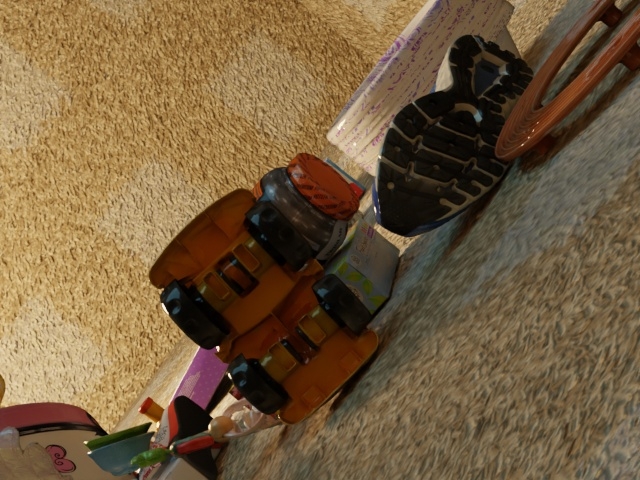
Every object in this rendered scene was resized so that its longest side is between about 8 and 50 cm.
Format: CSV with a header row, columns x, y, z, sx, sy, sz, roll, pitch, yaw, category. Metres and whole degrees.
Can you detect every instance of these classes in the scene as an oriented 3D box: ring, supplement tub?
x,y,z,sx,sy,sz,roll,pitch,yaw,category
0.286,-0.203,1.601,0.336,0.032,0.336,-51,6,7,ring
-0.050,0.000,1.846,0.190,0.117,0.117,-47,6,20,supplement tub

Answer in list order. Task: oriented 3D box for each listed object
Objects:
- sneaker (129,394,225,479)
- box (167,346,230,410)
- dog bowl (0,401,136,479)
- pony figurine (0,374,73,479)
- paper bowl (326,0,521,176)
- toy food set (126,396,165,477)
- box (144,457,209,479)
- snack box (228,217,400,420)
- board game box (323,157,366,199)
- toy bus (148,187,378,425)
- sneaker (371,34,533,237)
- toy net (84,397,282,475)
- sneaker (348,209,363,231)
x,y,z,sx,sy,sz,roll,pitch,yaw,category
-0.194,0.286,2.030,0.145,0.090,0.270,-48,8,7,sneaker
-0.135,0.127,2.528,0.293,0.057,0.201,-61,2,21,box
-0.429,0.349,2.124,0.408,0.150,0.408,-21,-23,-9,dog bowl
-0.351,0.304,1.666,0.303,0.351,0.363,-17,36,4,pony figurine
0.147,-0.199,2.129,0.284,0.148,0.284,-51,6,7,paper bowl
-0.244,0.299,2.295,0.111,0.104,0.232,-54,6,-24,toy food set
-0.155,0.295,1.625,0.130,0.091,0.170,-52,5,-17,box
-0.004,0.089,1.868,0.207,0.070,0.174,-48,6,17,snack box
-0.081,0.032,2.837,0.302,0.086,0.308,-54,6,-20,board game box
-0.046,0.077,1.687,0.149,0.220,0.211,-43,-12,-2,toy bus
0.133,-0.086,1.767,0.330,0.130,0.147,-53,-10,-52,sneaker
-0.122,0.192,1.704,0.232,0.045,0.122,-13,-8,-39,toy net
0.000,0.000,2.458,0.115,0.090,0.232,-57,-5,13,sneaker
